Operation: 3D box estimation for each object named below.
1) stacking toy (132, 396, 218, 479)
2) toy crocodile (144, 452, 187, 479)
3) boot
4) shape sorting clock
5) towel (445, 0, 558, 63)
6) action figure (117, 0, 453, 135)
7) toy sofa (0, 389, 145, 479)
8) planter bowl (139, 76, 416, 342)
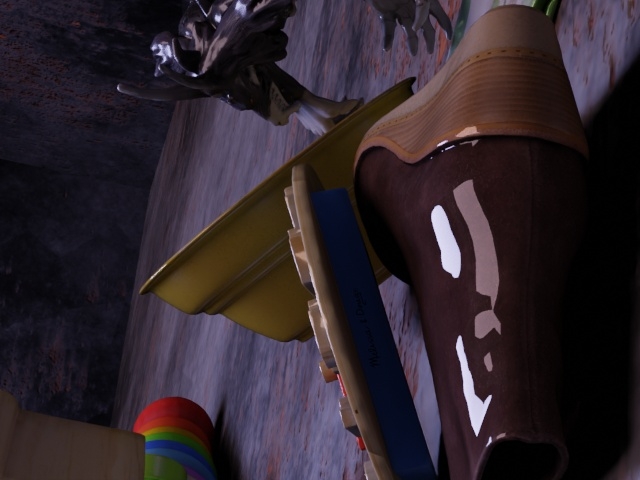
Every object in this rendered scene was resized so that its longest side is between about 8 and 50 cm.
[{"bbox_3d":[-0.161,0.243,1.776,0.330,0.141,0.141,-100,24,-76],"label":"stacking toy"},{"bbox_3d":[-0.203,0.268,1.518,0.105,0.340,0.115,57,-154,-49],"label":"toy crocodile"},{"bbox_3d":[0.062,0.034,0.805,0.248,0.090,0.207,108,166,-66],"label":"boot"},{"bbox_3d":[0.020,0.060,0.885,0.206,0.040,0.206,-17,-90,-88],"label":"shape sorting clock"},{"bbox_3d":[0.093,-0.098,0.982,0.152,0.023,0.113,-119,41,-76],"label":"towel"},{"bbox_3d":[0.004,-0.145,1.087,0.276,0.141,0.164,-49,11,-31],"label":"action figure"},{"bbox_3d":[-0.238,0.291,1.164,0.150,0.177,0.362,-107,30,-78],"label":"toy sofa"},{"bbox_3d":[0.000,0.000,1.087,0.217,0.090,0.217,-38,-1,0],"label":"planter bowl"}]
